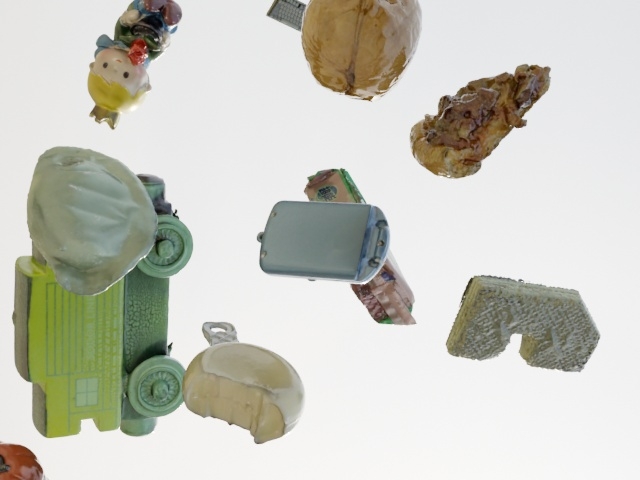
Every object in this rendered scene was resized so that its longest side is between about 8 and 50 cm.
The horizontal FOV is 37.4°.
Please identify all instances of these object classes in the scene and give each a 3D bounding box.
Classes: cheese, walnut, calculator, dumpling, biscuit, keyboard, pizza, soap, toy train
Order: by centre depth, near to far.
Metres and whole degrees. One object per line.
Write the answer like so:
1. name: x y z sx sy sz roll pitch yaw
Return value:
1. walnut: 0.049 -0.253 1.139 0.144 0.144 0.180 -49 -168 49
2. pizza: 0.194 -0.156 1.140 0.194 0.069 0.154 -39 -160 5
3. dumpling: -0.301 -0.025 1.209 0.108 0.153 0.219 -41 -124 47
4. cheese: -0.097 0.177 1.283 0.249 0.163 0.070 -83 -177 -69
5. calculator: 0.000 0.000 1.370 0.210 0.039 0.121 3 -113 25
6. biscuit: 0.327 0.136 1.481 0.046 0.250 0.147 -107 -149 -56
7. toy train: -0.349 0.111 1.505 0.179 0.272 0.442 -149 -119 -62
8. keyboard: -0.035 -0.389 1.643 0.049 0.129 0.015 -57 -133 17
9. soap: 0.070 0.011 1.705 0.218 0.098 0.273 59 5 -40

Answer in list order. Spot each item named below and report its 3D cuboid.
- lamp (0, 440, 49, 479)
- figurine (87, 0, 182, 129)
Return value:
1. lamp: -0.459 0.371 1.292 0.187 0.188 0.164 -138 -138 -56
2. figurine: -0.336 -0.319 1.689 0.185 0.127 0.234 -7 -130 57
